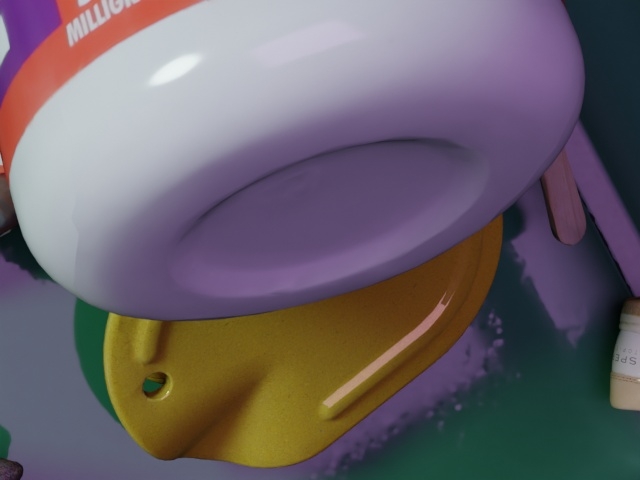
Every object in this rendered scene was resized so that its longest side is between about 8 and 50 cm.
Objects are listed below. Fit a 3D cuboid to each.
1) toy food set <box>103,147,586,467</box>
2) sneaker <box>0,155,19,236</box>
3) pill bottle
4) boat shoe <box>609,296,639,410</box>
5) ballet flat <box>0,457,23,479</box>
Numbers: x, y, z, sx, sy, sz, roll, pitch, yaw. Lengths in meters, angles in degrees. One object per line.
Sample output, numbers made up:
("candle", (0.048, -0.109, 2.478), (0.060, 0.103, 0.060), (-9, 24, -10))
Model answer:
("toy food set", (0.000, 0.000, 0.650), (0.218, 0.071, 0.128), (-36, 122, -9))
("sneaker", (-0.148, -0.015, 0.623), (0.158, 0.061, 0.064), (-6, 119, -13))
("pill bottle", (-0.045, -0.147, 0.537), (0.182, 0.181, 0.322), (-14, 68, -13))
("boat shoe", (0.206, 0.076, 0.700), (0.170, 0.063, 0.059), (18, 89, -4))
("ballet flat", (-0.268, 0.115, 0.564), (0.316, 0.107, 0.106), (-23, 86, -13))
